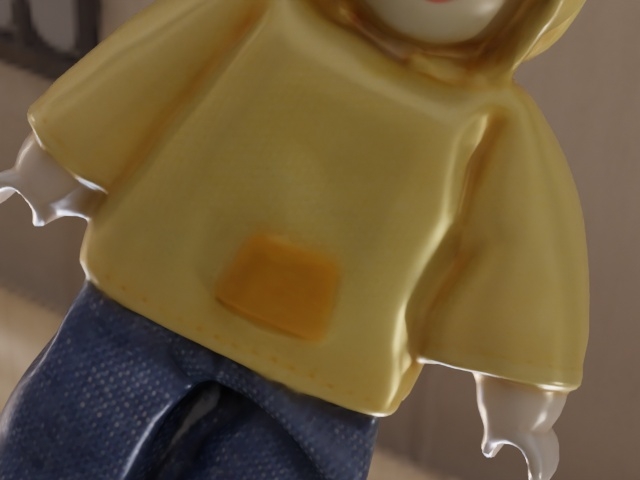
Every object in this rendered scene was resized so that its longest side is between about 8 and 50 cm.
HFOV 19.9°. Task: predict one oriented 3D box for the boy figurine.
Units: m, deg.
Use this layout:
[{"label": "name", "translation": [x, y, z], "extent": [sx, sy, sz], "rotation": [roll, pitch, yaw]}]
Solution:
[{"label": "boy figurine", "translation": [0.000, 0.000, 0.498], "extent": [0.177, 0.285, 0.092], "rotation": [33, -163, 3]}]
